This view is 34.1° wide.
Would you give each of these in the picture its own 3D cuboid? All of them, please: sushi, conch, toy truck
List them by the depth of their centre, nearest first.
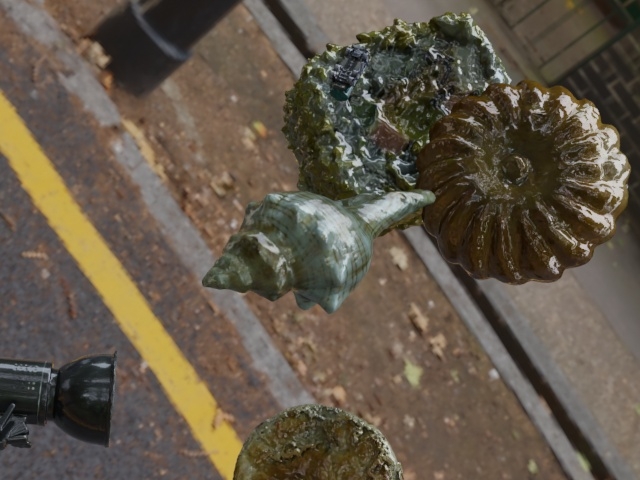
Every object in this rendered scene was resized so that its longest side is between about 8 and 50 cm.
[{"bbox_3d":[-0.002,0.014,1.415,0.386,0.203,0.170,-3,100,-42],"label":"conch"},{"bbox_3d":[0.043,-0.248,1.554,0.039,0.044,0.083,20,58,13],"label":"toy truck"},{"bbox_3d":[0.136,-0.207,1.807,0.240,0.396,0.352,118,-48,-74],"label":"sushi"}]

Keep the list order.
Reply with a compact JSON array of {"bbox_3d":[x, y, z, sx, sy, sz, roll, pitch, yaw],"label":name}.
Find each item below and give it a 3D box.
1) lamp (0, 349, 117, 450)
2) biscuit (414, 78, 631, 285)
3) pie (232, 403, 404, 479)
[{"bbox_3d":[-0.423,0.234,1.554,0.227,0.147,0.172,5,52,-11],"label":"lamp"},{"bbox_3d":[0.296,-0.095,1.562,0.326,0.325,0.107,64,6,20],"label":"biscuit"},{"bbox_3d":[-0.011,0.370,1.522,0.055,0.274,0.274,63,6,-61],"label":"pie"}]
